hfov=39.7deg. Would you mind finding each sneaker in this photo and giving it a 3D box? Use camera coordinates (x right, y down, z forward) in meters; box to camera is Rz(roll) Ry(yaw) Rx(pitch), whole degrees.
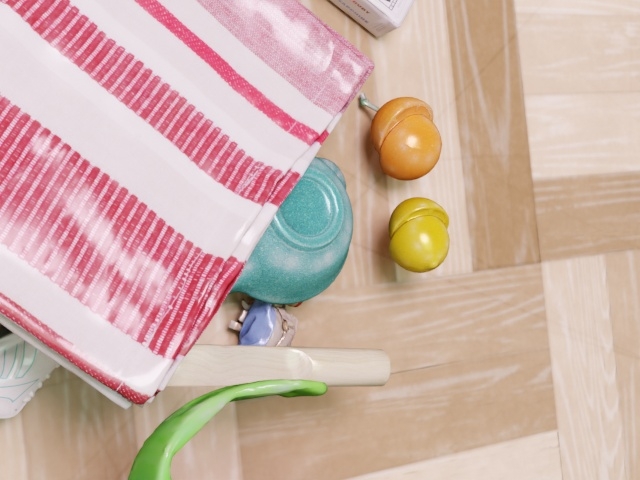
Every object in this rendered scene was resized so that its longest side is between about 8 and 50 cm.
[{"bbox_3d":[-0.220,0.090,0.641,0.152,0.054,0.061,-23,107,-19],"label":"sneaker"}]

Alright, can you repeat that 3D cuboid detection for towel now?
[{"bbox_3d":[-0.123,-0.084,0.601,0.237,0.037,0.329,39,62,-14],"label":"towel"}]

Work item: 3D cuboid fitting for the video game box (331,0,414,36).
[{"bbox_3d":[0.033,-0.316,0.780,0.187,0.048,0.205,35,73,-22],"label":"video game box"}]

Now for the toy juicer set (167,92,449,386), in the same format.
[{"bbox_3d":[0.000,0.000,0.721,0.209,0.089,0.329,27,65,-22],"label":"toy juicer set"}]

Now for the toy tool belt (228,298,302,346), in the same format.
[{"bbox_3d":[-0.047,0.067,0.721,0.051,0.052,0.083,28,75,-31],"label":"toy tool belt"}]

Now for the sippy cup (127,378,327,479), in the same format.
[{"bbox_3d":[-0.009,0.261,0.578,0.224,0.240,0.305,-5,117,-31],"label":"sippy cup"}]
